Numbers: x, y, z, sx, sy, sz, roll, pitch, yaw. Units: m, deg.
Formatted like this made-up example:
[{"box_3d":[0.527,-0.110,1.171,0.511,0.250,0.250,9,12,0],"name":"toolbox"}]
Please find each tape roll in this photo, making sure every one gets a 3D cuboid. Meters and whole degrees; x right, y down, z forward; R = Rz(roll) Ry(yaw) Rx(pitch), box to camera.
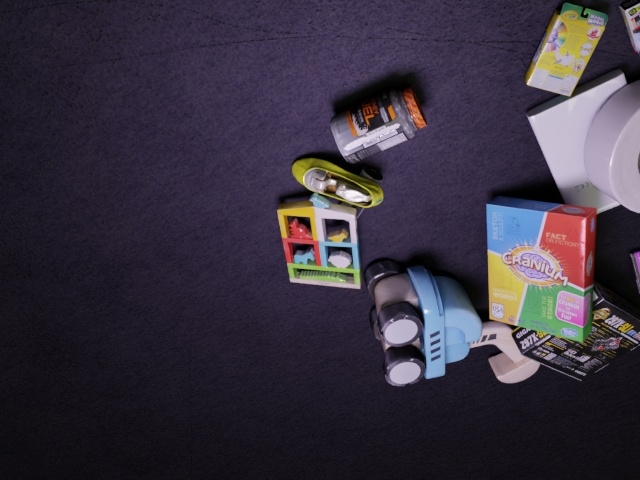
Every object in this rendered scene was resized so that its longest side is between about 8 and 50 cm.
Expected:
[{"box_3d":[0.720,-0.205,1.461,0.286,0.100,0.286,-6,117,-12],"name":"tape roll"}]

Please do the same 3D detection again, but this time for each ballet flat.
[{"box_3d":[0.033,-0.130,1.558,0.231,0.077,0.077,20,120,11],"name":"ballet flat"}]

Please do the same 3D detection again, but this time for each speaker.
[{"box_3d":[0.094,-0.111,1.623,0.055,0.055,0.136,24,122,-15],"name":"speaker"}]

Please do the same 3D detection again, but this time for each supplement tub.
[{"box_3d":[0.128,-0.255,1.481,0.190,0.117,0.117,-23,122,16],"name":"supplement tub"}]

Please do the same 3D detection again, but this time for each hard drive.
[{"box_3d":[0.626,-0.206,1.546,0.210,0.040,0.318,-25,121,18],"name":"hard drive"}]

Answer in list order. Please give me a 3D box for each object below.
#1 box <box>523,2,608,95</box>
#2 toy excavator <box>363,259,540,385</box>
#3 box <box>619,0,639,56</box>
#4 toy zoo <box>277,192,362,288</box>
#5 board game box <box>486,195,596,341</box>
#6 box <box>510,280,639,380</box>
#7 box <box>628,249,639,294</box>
[{"box_3d":[0.510,-0.400,1.412,0.105,0.043,0.179,13,127,-7],"name":"box"},{"box_3d":[0.365,0.241,1.789,0.445,0.222,0.433,-10,126,-1],"name":"toy excavator"},{"box_3d":[0.723,-0.469,1.358,0.207,0.036,0.114,-25,121,18],"name":"box"},{"box_3d":[0.000,0.000,1.676,0.192,0.030,0.293,4,133,14],"name":"toy zoo"},{"box_3d":[0.520,0.064,1.612,0.242,0.064,0.316,11,119,39],"name":"board game box"},{"box_3d":[0.699,0.244,1.788,0.322,0.079,0.257,24,123,-36],"name":"box"},{"box_3d":[0.878,0.064,1.711,0.162,0.029,0.116,-16,97,14],"name":"box"}]
